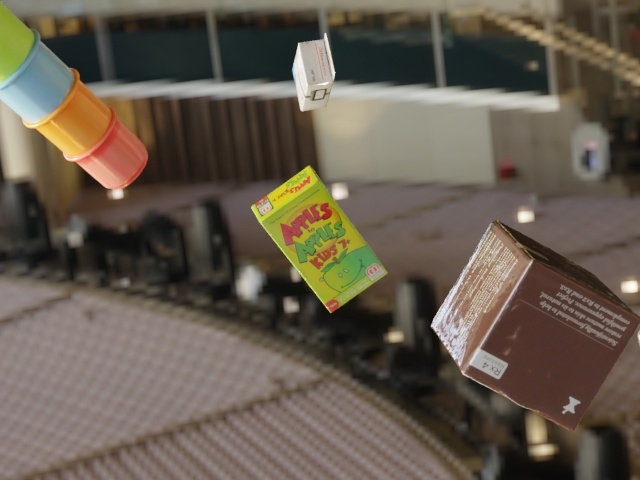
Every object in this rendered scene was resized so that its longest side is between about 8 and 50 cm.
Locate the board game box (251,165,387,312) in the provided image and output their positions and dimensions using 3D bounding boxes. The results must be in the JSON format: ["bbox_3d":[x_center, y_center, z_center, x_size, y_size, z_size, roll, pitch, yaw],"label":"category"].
[{"bbox_3d":[0.000,0.000,2.467,0.092,0.181,0.043,-35,-144,3],"label":"board game box"}]

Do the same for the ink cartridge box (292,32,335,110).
[{"bbox_3d":[-0.007,-0.168,1.927,0.028,0.048,0.083,-9,162,-10],"label":"ink cartridge box"}]

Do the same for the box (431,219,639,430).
[{"bbox_3d":[0.265,0.103,2.415,0.168,0.167,0.203,28,-172,-15],"label":"box"}]

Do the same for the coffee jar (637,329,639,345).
[{"bbox_3d":[0.396,0.084,1.810,0.184,0.096,0.079,-29,-152,-8],"label":"coffee jar"}]

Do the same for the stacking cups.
[{"bbox_3d":[-0.306,-0.164,2.018,0.096,0.316,0.096,-31,-147,23],"label":"stacking cups"}]
